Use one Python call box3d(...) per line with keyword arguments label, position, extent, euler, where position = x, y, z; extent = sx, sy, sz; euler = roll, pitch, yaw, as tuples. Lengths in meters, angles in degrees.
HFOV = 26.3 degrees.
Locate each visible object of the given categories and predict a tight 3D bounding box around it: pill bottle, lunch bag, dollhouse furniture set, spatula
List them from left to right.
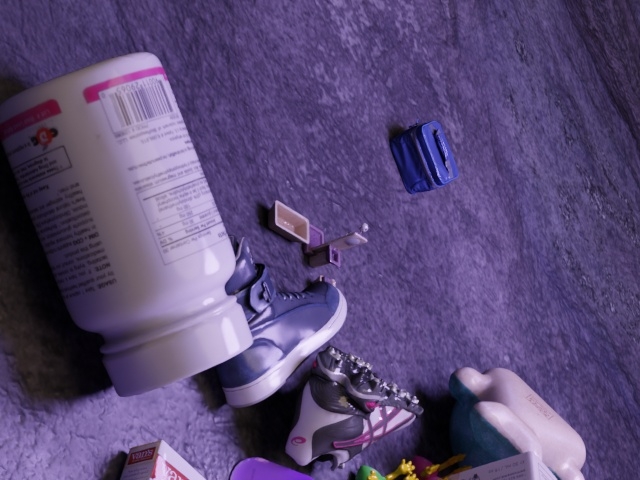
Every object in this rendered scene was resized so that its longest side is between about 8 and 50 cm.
box3d(label="pill bottle", position=(-0.173, -0.013, 1.243), extent=(0.160, 0.160, 0.283), euler=(-26, 96, -59))
box3d(label="dollhouse furniture set", position=(0.000, 0.000, 1.580), extent=(0.114, 0.081, 0.091), euler=(31, 49, -46))
box3d(label="spatula", position=(0.030, 0.313, 1.431), extent=(0.296, 0.030, 0.084), euler=(33, 44, -23))
box3d(label="lunch bag", position=(0.146, -0.119, 1.886), extent=(0.067, 0.065, 0.098), euler=(-29, 99, -58))

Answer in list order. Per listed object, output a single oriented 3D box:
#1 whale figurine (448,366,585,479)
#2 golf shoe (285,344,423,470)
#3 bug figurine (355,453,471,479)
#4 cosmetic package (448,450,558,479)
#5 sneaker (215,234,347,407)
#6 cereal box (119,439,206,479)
box3d(label="whale figurine", position=(0.227, 0.255, 1.701), extent=(0.216, 0.141, 0.272), euler=(45, 8, 12))
box3d(label="golf shoe", position=(0.029, 0.192, 1.528), extent=(0.120, 0.105, 0.273), euler=(-57, 158, 1))
box3d(label="bug figurine", position=(0.122, 0.356, 1.592), extent=(0.279, 0.072, 0.216), euler=(0, 68, -52))
box3d(label="cosmetic package", position=(0.227, 0.406, 1.486), extent=(0.160, 0.113, 0.309), euler=(49, 30, -38))
box3d(label="sneaker", position=(-0.058, 0.052, 1.458), extent=(0.226, 0.086, 0.163), euler=(-44, 114, -55))
box3d(label="cereal box", position=(-0.136, 0.324, 1.228), extent=(0.173, 0.047, 0.240), euler=(50, 37, -34))
